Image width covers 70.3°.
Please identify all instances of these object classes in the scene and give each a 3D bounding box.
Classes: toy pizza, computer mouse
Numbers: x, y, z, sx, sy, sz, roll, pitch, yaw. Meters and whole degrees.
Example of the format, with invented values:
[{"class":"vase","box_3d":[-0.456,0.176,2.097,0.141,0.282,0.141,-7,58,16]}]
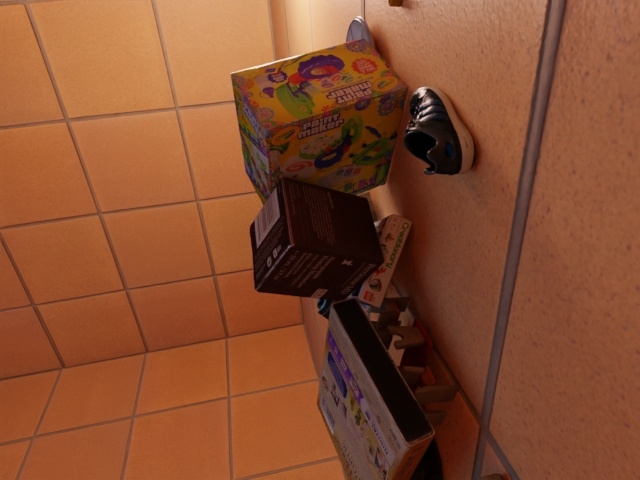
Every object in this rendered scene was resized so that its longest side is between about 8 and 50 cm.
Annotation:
[{"class":"toy pizza","box_3d":[0.098,-0.404,1.042,0.201,0.032,0.201,171,90,-79]},{"class":"computer mouse","box_3d":[0.236,0.564,1.034,0.188,0.072,0.271,131,130,-80]}]

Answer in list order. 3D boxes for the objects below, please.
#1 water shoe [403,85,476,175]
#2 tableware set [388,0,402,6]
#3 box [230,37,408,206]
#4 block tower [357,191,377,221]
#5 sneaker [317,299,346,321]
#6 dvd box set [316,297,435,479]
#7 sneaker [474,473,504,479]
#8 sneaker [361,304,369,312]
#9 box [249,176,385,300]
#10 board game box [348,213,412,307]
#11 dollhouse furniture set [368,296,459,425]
[{"class":"water shoe","box_3d":[0.162,-0.175,0.695,0.203,0.080,0.072,-108,12,-46]},{"class":"tableware set","box_3d":[0.139,-0.460,0.755,0.154,0.024,0.103,107,149,-69]},{"class":"box","box_3d":[-0.006,-0.221,0.953,0.176,0.290,0.279,60,162,29]},{"class":"block tower","box_3d":[0.063,-0.125,1.307,0.335,0.097,0.090,-120,12,-66]},{"class":"sneaker","box_3d":[0.054,0.259,1.697,0.125,0.140,0.340,-122,23,-65]},{"class":"dvd box set","box_3d":[0.088,0.368,0.956,0.420,0.062,0.307,95,154,-43]},{"class":"sneaker","box_3d":[0.260,0.477,0.739,0.221,0.083,0.118,92,166,-47]},{"class":"sneaker","box_3d":[0.115,0.121,1.326,0.237,0.085,0.086,-111,19,-59]},{"class":"box","box_3d":[-0.014,0.004,0.910,0.168,0.203,0.166,-51,39,42]},{"class":"board game box","box_3d":[0.112,0.053,1.068,0.305,0.053,0.192,150,143,-81]},{"class":"dollhouse furniture set","box_3d":[0.191,0.288,0.985,0.262,0.135,0.258,-111,26,-54]}]
